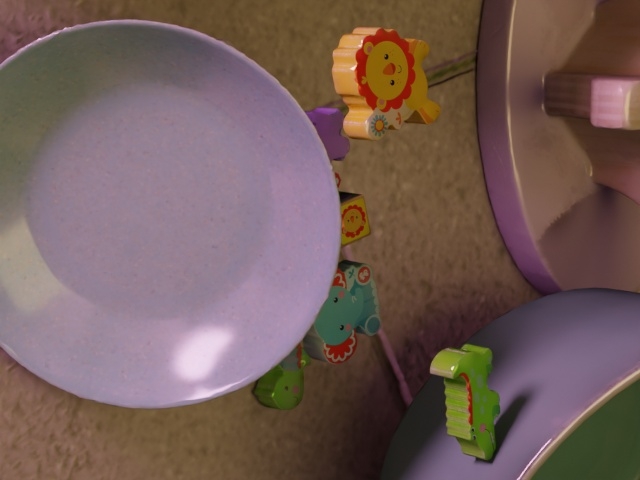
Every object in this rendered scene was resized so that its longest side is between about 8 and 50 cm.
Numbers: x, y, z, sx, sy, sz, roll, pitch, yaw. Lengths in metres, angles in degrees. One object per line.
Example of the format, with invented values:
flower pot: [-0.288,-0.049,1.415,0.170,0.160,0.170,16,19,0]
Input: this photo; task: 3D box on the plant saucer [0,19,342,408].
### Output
plant saucer: [-0.085,-0.015,0.891,0.037,0.195,0.195,-74,150,-70]

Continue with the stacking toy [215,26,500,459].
stacking toy: [0.000,0.000,0.929,0.052,0.167,0.221,-25,110,-35]

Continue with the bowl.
bowl: [0.154,0.149,1.038,0.312,0.163,0.311,-15,122,-25]

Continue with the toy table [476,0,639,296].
toy table: [0.206,-0.090,1.091,0.252,0.161,0.274,-19,107,-36]
